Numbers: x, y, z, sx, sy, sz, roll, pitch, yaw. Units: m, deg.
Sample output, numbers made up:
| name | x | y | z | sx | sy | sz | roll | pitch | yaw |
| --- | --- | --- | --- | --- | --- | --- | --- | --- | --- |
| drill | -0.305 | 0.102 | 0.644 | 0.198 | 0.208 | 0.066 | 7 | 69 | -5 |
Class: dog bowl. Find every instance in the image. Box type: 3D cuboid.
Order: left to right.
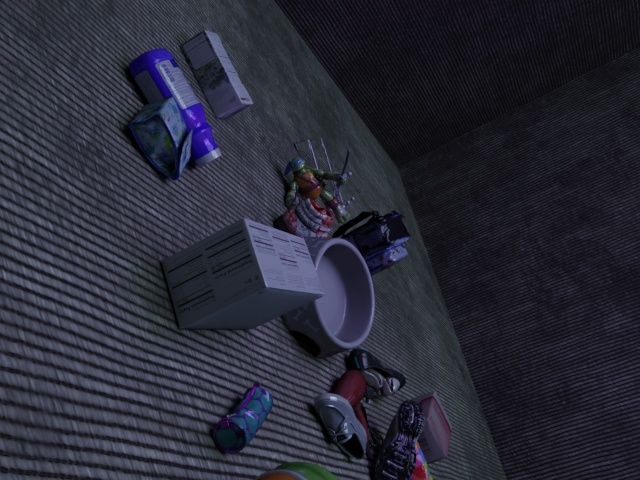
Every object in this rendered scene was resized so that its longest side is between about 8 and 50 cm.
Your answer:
| name | x | y | z | sx | sy | sz | roll | pitch | yaw |
| --- | --- | --- | --- | --- | --- | --- | --- | --- | --- |
| dog bowl | 0.033 | 0.151 | 1.567 | 0.349 | 0.102 | 0.348 | 21 | 64 | -51 |

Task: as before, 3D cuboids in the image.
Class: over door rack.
| name | x | y | z | sx | sy | sz | roll | pitch | yaw |
| --- | --- | --- | --- | --- | --- | --- | --- | --- | --- |
| over door rack | 0.040 | -0.282 | 2.295 | 0.324 | 0.108 | 0.239 | 63 | 18 | -4 |

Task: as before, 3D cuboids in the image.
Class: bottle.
| name | x | y | z | sx | sy | sz | roll | pitch | yaw |
| --- | --- | --- | --- | --- | --- | --- | --- | --- | --- |
| bottle | -0.336 | -0.311 | 1.339 | 0.282 | 0.092 | 0.118 | 60 | 23 | -13 |

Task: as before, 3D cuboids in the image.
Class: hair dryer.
| name | x | y | z | sx | sy | sz | roll | pitch | yaw |
| --- | --- | --- | --- | --- | --- | --- | --- | --- | --- |
| hair dryer | 0.111 | 0.468 | 1.552 | 0.293 | 0.080 | 0.223 | 43 | 29 | -47 |

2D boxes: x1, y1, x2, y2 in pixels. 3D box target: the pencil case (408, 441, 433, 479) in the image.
| name | x | y | z | sx | sy | sz | roll | pitch | yaw |
| --- | --- | --- | --- | --- | --- | --- | --- | --- | --- |
| pencil case | 0.283 | 0.708 | 1.677 | 0.104 | 0.105 | 0.236 | 13 | 54 | -67 |

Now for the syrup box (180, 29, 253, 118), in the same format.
| name | x | y | z | sx | sy | sz | roll | pitch | yaw |
| --- | --- | --- | --- | --- | --- | --- | --- | --- | --- |
| syrup box | -0.303 | -0.485 | 1.655 | 0.236 | 0.093 | 0.096 | 63 | 18 | -5 |

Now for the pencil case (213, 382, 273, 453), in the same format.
| name | x | y | z | sx | sy | sz | roll | pitch | yaw |
| --- | --- | --- | --- | --- | --- | --- | --- | --- | --- |
| pencil case | -0.142 | 0.334 | 1.066 | 0.152 | 0.065 | 0.070 | -38 | 118 | -72 |

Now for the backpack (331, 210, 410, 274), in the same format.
| name | x | y | z | sx | sy | sz | roll | pitch | yaw |
| --- | --- | --- | --- | --- | --- | --- | --- | --- | --- |
| backpack | 0.175 | 0.018 | 2.026 | 0.277 | 0.264 | 0.212 | -4 | 76 | -63 |

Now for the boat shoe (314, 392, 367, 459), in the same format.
| name | x | y | z | sx | sy | sz | roll | pitch | yaw |
| --- | --- | --- | --- | --- | --- | --- | --- | --- | --- |
| boat shoe | 0.058 | 0.469 | 1.405 | 0.227 | 0.079 | 0.081 | 56 | 16 | -32 |

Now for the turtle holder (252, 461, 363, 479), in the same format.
| name | x | y | z | sx | sy | sz | roll | pitch | yaw |
| --- | --- | --- | --- | --- | --- | --- | --- | --- | --- |
| turtle holder | -0.056 | 0.520 | 0.866 | 0.228 | 0.244 | 0.319 | -3 | 108 | -54 |

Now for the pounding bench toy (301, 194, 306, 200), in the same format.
| name | x | y | z | sx | sy | sz | roll | pitch | yaw |
| --- | --- | --- | --- | --- | --- | --- | --- | --- | --- |
| pounding bench toy | -0.047 | -0.191 | 2.026 | 0.065 | 0.052 | 0.083 | 56 | 20 | -22 |

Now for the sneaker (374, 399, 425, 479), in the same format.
| name | x | y | z | sx | sy | sz | roll | pitch | yaw |
| --- | --- | --- | --- | --- | --- | --- | --- | --- | --- |
| sneaker | 0.222 | 0.591 | 1.594 | 0.100 | 0.108 | 0.271 | 27 | 50 | 6 |

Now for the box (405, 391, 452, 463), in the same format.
| name | x | y | z | sx | sy | sz | roll | pitch | yaw |
| --- | --- | --- | --- | --- | --- | --- | --- | --- | --- |
| box | 0.353 | 0.636 | 1.908 | 0.148 | 0.127 | 0.232 | 64 | 19 | 1 |

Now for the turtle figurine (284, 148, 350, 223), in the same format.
| name | x | y | z | sx | sy | sz | roll | pitch | yaw |
| --- | --- | --- | --- | --- | --- | --- | --- | --- | --- |
| turtle figurine | -0.005 | -0.144 | 1.865 | 0.197 | 0.275 | 0.266 | -50 | 125 | -29 |

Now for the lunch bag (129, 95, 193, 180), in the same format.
| name | x | y | z | sx | sy | sz | roll | pitch | yaw |
| --- | --- | --- | --- | --- | --- | --- | --- | --- | --- |
| lunch bag | -0.336 | -0.222 | 1.239 | 0.128 | 0.097 | 0.151 | -89 | 162 | -58 |

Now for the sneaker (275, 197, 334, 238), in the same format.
| name | x | y | z | sx | sy | sz | roll | pitch | yaw |
| --- | --- | --- | --- | --- | --- | --- | --- | --- | --- |
| sneaker | 0.000 | 0.000 | 1.699 | 0.270 | 0.145 | 0.090 | 51 | 13 | -13 |

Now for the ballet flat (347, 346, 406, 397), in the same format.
| name | x | y | z | sx | sy | sz | roll | pitch | yaw |
| --- | --- | --- | --- | --- | --- | --- | --- | --- | --- |
| ballet flat | 0.181 | 0.436 | 1.765 | 0.280 | 0.095 | 0.096 | 38 | 25 | -35 |

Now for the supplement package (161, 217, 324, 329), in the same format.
| name | x | y | z | sx | sy | sz | roll | pitch | yaw |
| --- | --- | --- | --- | --- | --- | --- | --- | --- | --- |
| supplement package | -0.150 | 0.081 | 1.154 | 0.262 | 0.204 | 0.145 | 21 | 46 | -64 |
